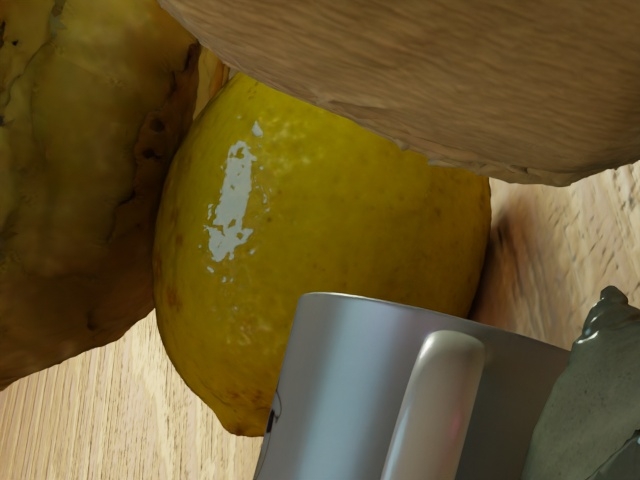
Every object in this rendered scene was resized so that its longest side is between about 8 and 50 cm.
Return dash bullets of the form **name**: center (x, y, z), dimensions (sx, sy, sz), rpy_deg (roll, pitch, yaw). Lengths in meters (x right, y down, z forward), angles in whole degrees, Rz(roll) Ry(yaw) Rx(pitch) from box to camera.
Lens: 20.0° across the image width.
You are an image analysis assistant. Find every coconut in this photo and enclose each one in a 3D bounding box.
- **coconut**: center (0.045, -0.206, 0.615), dimensions (0.346, 0.360, 0.346), rpy_deg (-159, 90, -78)

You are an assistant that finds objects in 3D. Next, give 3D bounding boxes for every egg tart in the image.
- **egg tart**: center (-0.149, -0.080, 1.049), dimensions (0.443, 0.178, 0.443), rpy_deg (16, -90, -89)

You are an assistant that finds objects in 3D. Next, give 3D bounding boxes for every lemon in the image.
- **lemon**: center (0.000, 0.000, 0.916), dimensions (0.170, 0.170, 0.207), rpy_deg (160, 122, -72)

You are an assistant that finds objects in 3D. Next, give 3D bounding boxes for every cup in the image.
- **cup**: center (0.045, 0.105, 0.668), dimensions (0.173, 0.134, 0.142), rpy_deg (-6, 66, 66)

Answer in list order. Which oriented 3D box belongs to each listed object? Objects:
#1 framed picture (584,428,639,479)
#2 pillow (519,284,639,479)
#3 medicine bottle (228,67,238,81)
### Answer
- **framed picture**: center (0.061, 0.220, 0.498), dimensions (0.293, 0.018, 0.231), rpy_deg (-54, 47, 47)
- **pillow**: center (0.100, 0.117, 0.549), dimensions (0.134, 0.078, 0.181), rpy_deg (33, 104, 66)
- **medicine bottle**: center (-0.025, -0.172, 1.244), dimensions (0.165, 0.165, 0.273), rpy_deg (-118, 49, -72)
